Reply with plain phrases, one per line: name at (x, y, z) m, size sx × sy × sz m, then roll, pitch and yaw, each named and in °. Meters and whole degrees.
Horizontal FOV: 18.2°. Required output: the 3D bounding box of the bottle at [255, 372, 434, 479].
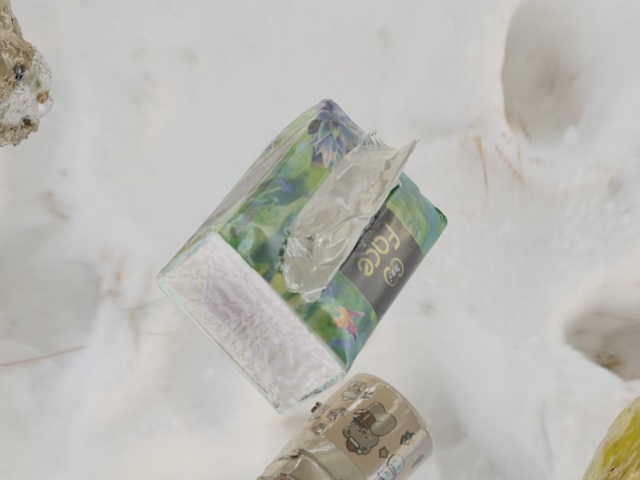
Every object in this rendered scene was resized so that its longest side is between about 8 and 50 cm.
bottle at (0.006, 0.181, 1.552) m, size 0.152 × 0.099 × 0.099 m, roll -42°, pitch 84°, yaw -20°

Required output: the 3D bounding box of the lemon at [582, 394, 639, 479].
lemon at (0.189, 0.127, 0.773) m, size 0.180 × 0.180 × 0.193 m, roll -37°, pitch 121°, yaw 3°

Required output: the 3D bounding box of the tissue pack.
tissue pack at (0.000, 0.000, 0.862) m, size 0.085 × 0.111 × 0.079 m, roll 46°, pitch 135°, yaw -8°

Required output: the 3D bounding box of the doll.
doll at (-0.305, -0.169, 1.767) m, size 0.115 × 0.105 × 0.221 m, roll -15°, pitch 43°, yaw -9°
